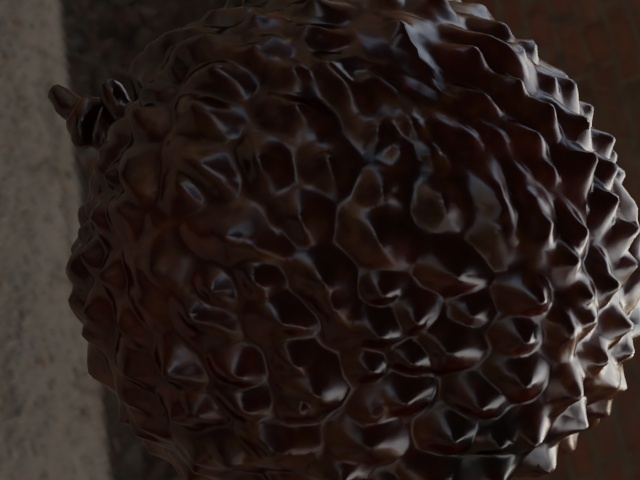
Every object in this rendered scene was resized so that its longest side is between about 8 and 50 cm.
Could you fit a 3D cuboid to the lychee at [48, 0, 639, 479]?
[{"bbox_3d":[0.000,0.000,1.125,0.424,0.500,0.424,21,90,-76],"label":"lychee"}]
